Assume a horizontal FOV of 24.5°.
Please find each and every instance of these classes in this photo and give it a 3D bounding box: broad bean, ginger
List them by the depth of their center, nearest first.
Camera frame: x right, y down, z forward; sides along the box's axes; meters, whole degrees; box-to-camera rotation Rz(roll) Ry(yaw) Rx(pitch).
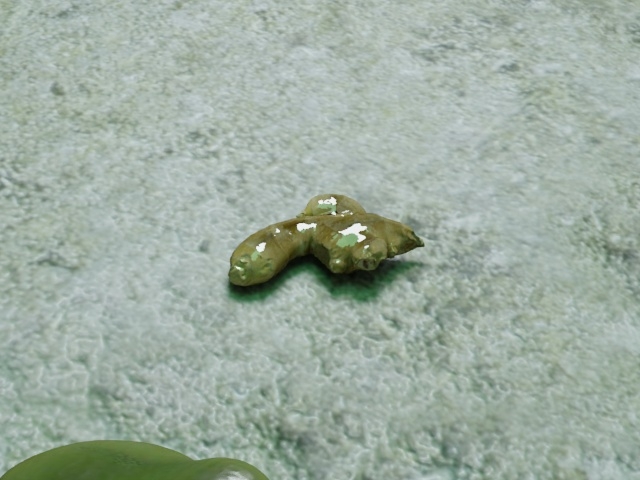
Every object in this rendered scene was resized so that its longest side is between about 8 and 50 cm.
[{"bbox_3d":[-0.163,0.253,1.256,0.263,0.121,0.189,5,42,20],"label":"broad bean"},{"bbox_3d":[0.000,0.006,1.614,0.214,0.059,0.133,-24,44,-36],"label":"ginger"}]
